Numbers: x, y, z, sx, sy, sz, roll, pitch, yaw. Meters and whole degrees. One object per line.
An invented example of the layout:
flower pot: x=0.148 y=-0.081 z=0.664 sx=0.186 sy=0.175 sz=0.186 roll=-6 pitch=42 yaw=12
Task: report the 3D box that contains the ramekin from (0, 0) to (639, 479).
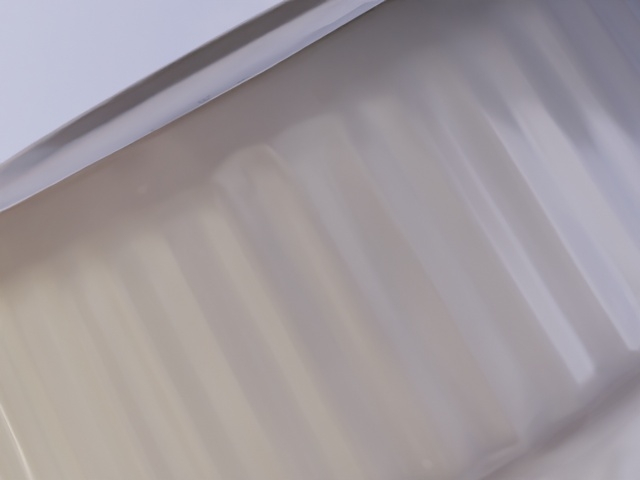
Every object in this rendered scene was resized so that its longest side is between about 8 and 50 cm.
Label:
ramekin: x=0.000 y=0.000 z=0.443 sx=0.273 sy=0.273 sz=0.127 roll=-15 pitch=-72 yaw=48
